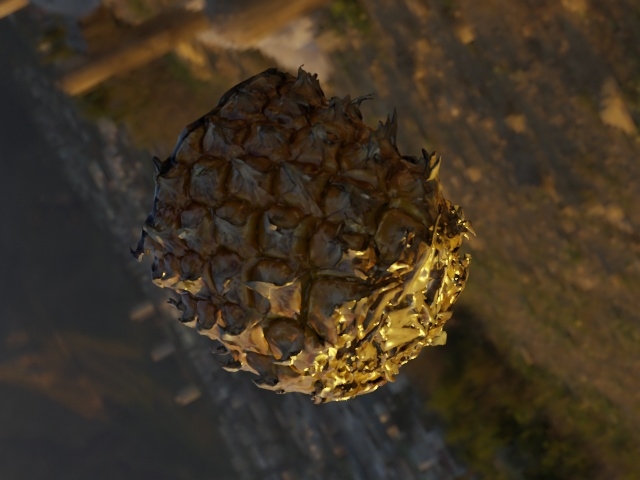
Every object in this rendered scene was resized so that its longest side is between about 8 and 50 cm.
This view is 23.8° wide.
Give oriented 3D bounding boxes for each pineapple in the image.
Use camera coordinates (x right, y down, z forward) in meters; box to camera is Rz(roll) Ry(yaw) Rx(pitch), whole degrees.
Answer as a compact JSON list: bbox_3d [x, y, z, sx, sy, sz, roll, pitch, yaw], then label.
[{"bbox_3d":[-0.001,0.003,1.676,0.300,0.352,0.352,37,160,28],"label":"pineapple"}]
